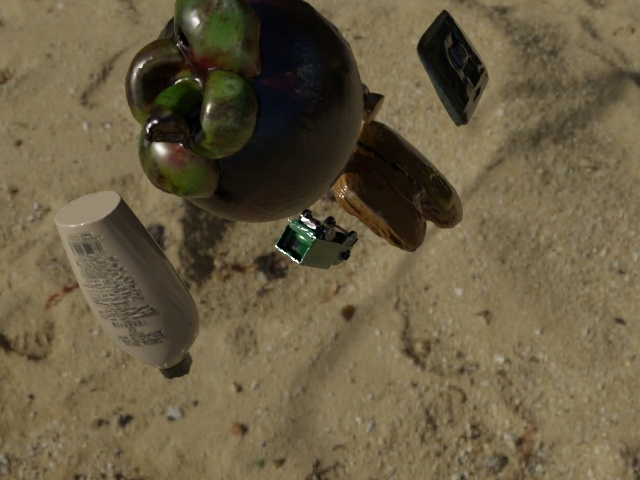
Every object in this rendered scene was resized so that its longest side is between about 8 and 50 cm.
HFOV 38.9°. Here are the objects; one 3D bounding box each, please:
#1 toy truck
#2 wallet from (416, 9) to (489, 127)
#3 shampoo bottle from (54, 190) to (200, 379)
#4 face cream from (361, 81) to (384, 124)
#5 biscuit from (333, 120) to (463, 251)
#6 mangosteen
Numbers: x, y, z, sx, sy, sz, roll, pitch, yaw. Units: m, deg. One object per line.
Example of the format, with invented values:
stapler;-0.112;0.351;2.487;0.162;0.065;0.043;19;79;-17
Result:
toy truck;0.000;0.000;1.498;0.065;0.079;0.147;35;12;27
wallet;0.237;-0.309;1.610;0.052;0.168;0.245;-23;19;29
shampoo bottle;-0.214;0.063;1.054;0.127;0.256;0.078;-8;35;17
face cream;0.006;-0.231;1.313;0.182;0.051;0.072;31;8;8
biscuit;0.148;-0.083;1.580;0.262;0.052;0.277;42;35;-13
mangosteen;-0.093;-0.162;1.102;0.311;0.311;0.311;-2;37;2
